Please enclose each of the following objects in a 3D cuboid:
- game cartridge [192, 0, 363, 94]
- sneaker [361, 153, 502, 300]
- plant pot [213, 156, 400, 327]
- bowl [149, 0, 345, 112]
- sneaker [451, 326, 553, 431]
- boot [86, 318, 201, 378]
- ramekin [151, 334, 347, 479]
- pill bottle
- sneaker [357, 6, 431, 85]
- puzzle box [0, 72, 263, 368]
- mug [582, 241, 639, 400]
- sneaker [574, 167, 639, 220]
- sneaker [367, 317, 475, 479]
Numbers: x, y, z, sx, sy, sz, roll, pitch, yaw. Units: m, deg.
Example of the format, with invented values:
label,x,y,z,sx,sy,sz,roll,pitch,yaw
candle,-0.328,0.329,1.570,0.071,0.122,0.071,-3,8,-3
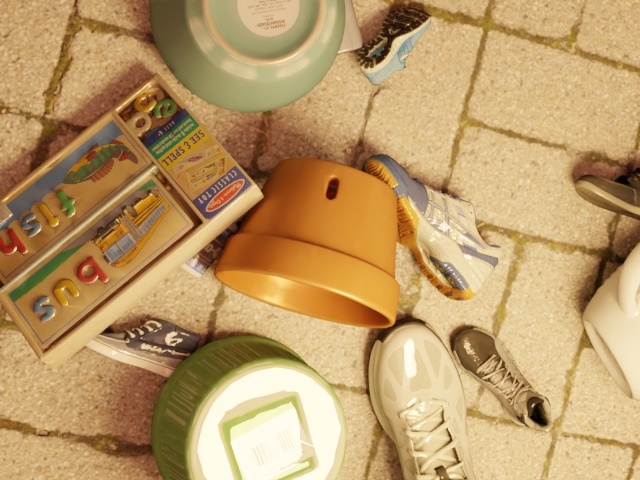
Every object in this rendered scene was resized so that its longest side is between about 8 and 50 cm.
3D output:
label,x,y,z,sx,sy,sz,roll,pitch,yaw
game cartridge,-0.092,-0.365,1.655,0.294,0.060,0.196,-18,97,-10
sneaker,0.187,-0.042,1.746,0.131,0.112,0.296,-44,106,-22
plant pot,0.000,0.000,1.624,0.291,0.291,0.203,19,76,-14
bowl,-0.097,-0.348,1.547,0.312,0.163,0.311,-1,97,-11
sneaker,0.329,0.244,1.785,0.086,0.132,0.228,-45,104,-3
boot,-0.292,0.159,1.679,0.190,0.069,0.086,23,85,-22
ramekin,-0.105,0.311,1.653,0.303,0.148,0.303,-2,94,-24
pill bottle,-0.183,-0.014,1.667,0.078,0.078,0.137,38,89,-14
sneaker,0.123,-0.320,1.710,0.162,0.063,0.073,-45,147,-16
puzzle box,-0.324,-0.036,1.571,0.409,0.052,0.272,-40,68,-5
mug,0.614,0.092,1.730,0.328,0.276,0.374,-30,135,2
sneaker,0.550,-0.105,1.822,0.222,0.083,0.118,18,88,-23
sneaker,0.211,0.357,1.710,0.169,0.257,0.447,-15,100,-10
